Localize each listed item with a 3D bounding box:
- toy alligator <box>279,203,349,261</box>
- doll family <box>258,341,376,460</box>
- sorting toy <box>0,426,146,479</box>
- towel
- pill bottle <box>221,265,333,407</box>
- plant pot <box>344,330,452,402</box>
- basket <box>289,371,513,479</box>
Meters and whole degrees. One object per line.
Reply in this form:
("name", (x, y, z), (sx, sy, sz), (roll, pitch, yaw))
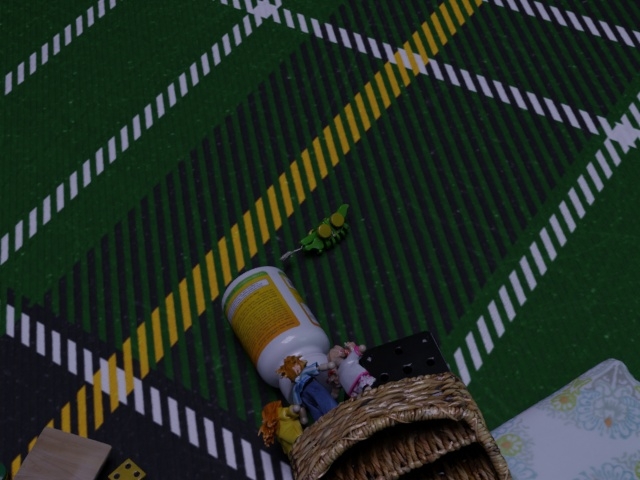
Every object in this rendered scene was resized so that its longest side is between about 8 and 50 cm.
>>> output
("toy alligator", (0.000, 0.000, 2.084), (0.189, 0.056, 0.051), (-41, 96, -26))
("doll family", (-0.020, 0.271, 1.702), (0.118, 0.263, 0.163), (6, 31, -39))
("sorting toy", (-0.424, 0.396, 1.787), (0.274, 0.046, 0.132), (12, 51, 18))
("towel", (0.455, 0.388, 1.655), (0.320, 0.090, 0.374), (-26, 51, -19))
("pill bottle", (-0.067, 0.172, 1.878), (0.136, 0.136, 0.246), (-24, 50, -14))
("plant pot", (0.146, 0.261, 1.753), (0.187, 0.167, 0.188), (-17, 50, -7))
("basket", (0.119, 0.351, 1.546), (0.299, 0.213, 0.223), (-25, 29, 4))
